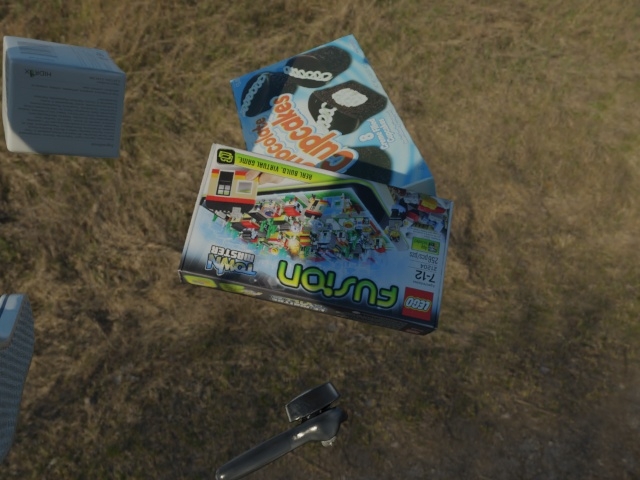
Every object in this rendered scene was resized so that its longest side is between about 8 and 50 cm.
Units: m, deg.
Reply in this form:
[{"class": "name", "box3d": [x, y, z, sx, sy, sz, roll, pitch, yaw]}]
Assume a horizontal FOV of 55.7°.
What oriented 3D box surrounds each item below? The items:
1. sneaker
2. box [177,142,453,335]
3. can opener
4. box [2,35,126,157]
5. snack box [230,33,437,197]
[{"class": "sneaker", "box3d": [-0.397, 0.152, 0.659, 0.127, 0.126, 0.321, -4, 14, -18]}, {"class": "box", "box3d": [0.000, 0.000, 0.497, 0.207, 0.036, 0.114, 13, 70, -5]}, {"class": "can opener", "box3d": [-0.048, 0.255, 0.771, 0.186, 0.059, 0.073, -31, 66, -7]}, {"class": "box", "box3d": [-0.252, -0.139, 0.589, 0.102, 0.087, 0.101, 0, 27, -31]}, {"class": "snack box", "box3d": [0.002, -0.129, 0.757, 0.187, 0.060, 0.322, -20, 47, 2]}]
